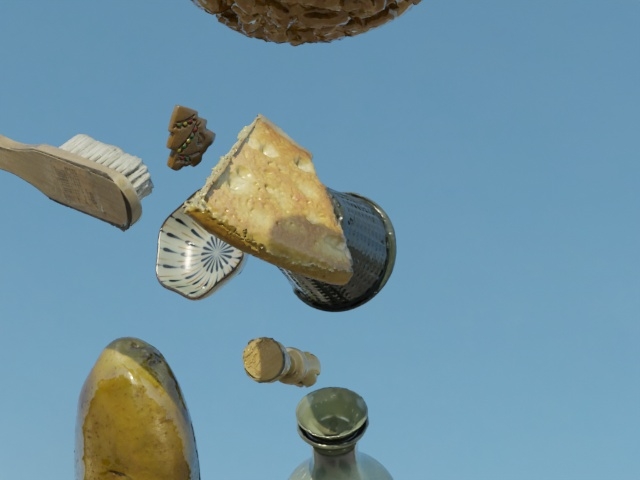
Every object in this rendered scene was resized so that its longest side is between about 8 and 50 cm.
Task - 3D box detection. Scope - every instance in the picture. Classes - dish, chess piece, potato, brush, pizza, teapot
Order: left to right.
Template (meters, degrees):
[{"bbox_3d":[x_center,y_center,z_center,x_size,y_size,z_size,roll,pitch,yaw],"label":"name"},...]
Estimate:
[{"bbox_3d":[-0.292,-0.089,1.592,0.327,0.065,0.070,19,-44,38],"label":"brush"},{"bbox_3d":[-0.218,0.292,1.779,0.176,0.195,0.369,3,-65,-3],"label":"potato"},{"bbox_3d":[-0.168,0.013,2.344,0.190,0.191,0.066,-16,-29,30],"label":"dish"},{"bbox_3d":[-0.049,-0.029,1.709,0.204,0.188,0.080,35,-50,-12],"label":"pizza"},{"bbox_3d":[-0.043,0.160,1.917,0.060,0.060,0.172,-7,-12,18],"label":"chess piece"},{"bbox_3d":[0.024,0.343,2.251,0.183,0.183,0.251,0,-52,6],"label":"teapot"}]

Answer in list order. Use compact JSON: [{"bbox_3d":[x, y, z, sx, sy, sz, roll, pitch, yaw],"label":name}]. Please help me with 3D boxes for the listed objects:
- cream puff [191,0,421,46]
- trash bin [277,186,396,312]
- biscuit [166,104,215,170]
[{"bbox_3d":[-0.027,-0.318,1.226,0.343,0.231,0.327,32,-54,21],"label":"cream puff"},{"bbox_3d":[0.000,0.000,2.054,0.175,0.175,0.161,-8,-16,19],"label":"trash bin"},{"bbox_3d":[-0.168,-0.134,1.907,0.016,0.082,0.092,25,-41,37],"label":"biscuit"}]
